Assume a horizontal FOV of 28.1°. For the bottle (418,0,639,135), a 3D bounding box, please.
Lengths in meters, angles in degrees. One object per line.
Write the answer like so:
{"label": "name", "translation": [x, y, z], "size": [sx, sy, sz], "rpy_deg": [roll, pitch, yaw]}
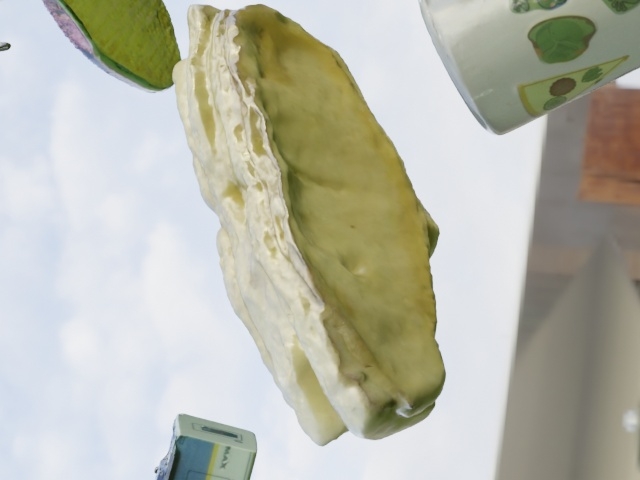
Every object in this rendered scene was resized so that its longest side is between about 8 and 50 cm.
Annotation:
{"label": "bottle", "translation": [0.196, -0.169, 0.799], "size": [0.120, 0.253, 0.120], "rpy_deg": [55, -160, -32]}

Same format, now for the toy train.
{"label": "toy train", "translation": [-0.088, 0.216, 0.709], "size": [0.052, 0.051, 0.234], "rpy_deg": [-130, 55, -83]}

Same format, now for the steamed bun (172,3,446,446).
{"label": "steamed bun", "translation": [0.000, 0.000, 1.129], "size": [0.247, 0.189, 0.428], "rpy_deg": [0, -124, -38]}

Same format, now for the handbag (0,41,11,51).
{"label": "handbag", "translation": [-0.561, -0.307, 1.679], "size": [0.117, 0.270, 0.182], "rpy_deg": [-105, 4, -65]}

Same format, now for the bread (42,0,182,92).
{"label": "bread", "translation": [-0.218, -0.240, 1.261], "size": [0.228, 0.033, 0.228], "rpy_deg": [48, -159, -26]}
